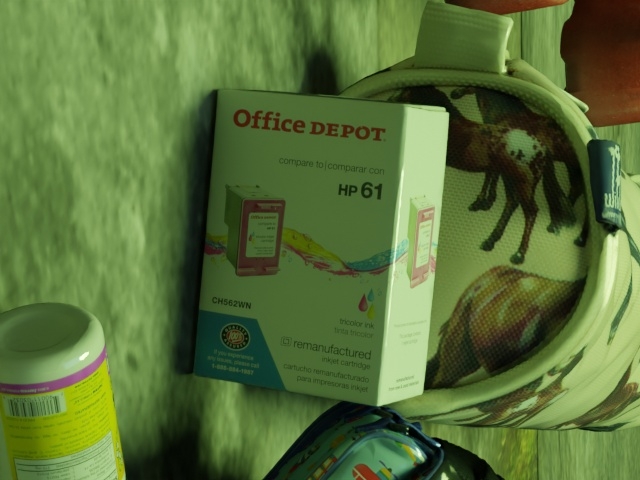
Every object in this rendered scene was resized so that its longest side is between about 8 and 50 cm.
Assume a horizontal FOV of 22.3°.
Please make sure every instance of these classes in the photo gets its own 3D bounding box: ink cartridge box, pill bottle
[{"bbox_3d":[0.000,0.000,0.672,0.052,0.088,0.122,0,96,-65],"label":"ink cartridge box"},{"bbox_3d":[-0.088,0.066,0.536,0.043,0.043,0.083,-49,141,-54],"label":"pill bottle"}]

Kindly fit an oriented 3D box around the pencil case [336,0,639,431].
[{"bbox_3d":[0.124,0.013,0.889,0.184,0.160,0.410,-68,157,1],"label":"pencil case"}]

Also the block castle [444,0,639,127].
[{"bbox_3d":[0.183,-0.306,0.882,0.303,0.212,0.453,25,71,-63],"label":"block castle"}]

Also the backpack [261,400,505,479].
[{"bbox_3d":[0.011,0.145,0.679,0.158,0.117,0.173,-44,-176,-1],"label":"backpack"}]
